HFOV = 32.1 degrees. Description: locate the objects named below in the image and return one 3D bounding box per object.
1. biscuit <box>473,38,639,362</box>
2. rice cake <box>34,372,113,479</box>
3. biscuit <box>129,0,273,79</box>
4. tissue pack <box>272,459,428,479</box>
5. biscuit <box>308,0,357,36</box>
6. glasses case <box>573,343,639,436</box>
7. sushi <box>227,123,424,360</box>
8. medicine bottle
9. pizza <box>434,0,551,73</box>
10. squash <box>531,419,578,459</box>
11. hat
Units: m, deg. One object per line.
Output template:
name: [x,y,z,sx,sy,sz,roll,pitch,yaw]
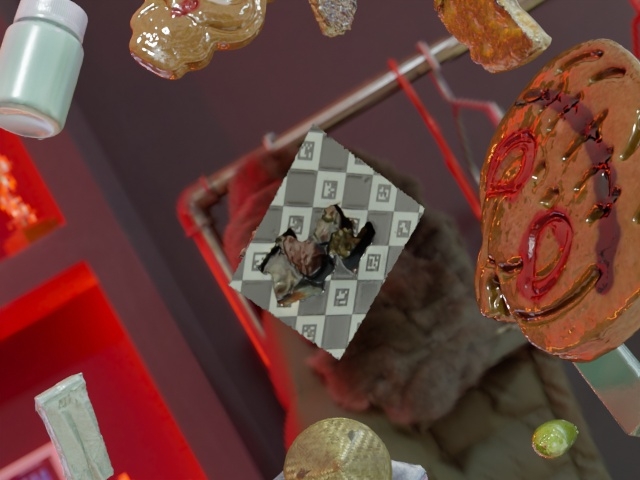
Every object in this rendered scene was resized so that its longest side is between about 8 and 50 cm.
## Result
biscuit: [0.258,-0.039,1.183,0.063,0.367,0.314,21,-55,-26]
rice cake: [-0.398,0.322,1.816,0.085,0.226,0.040,-29,35,-27]
biscuit: [-0.148,-0.343,1.519,0.295,0.186,0.044,-59,-9,-22]
tissue pack: [0.013,0.482,1.922,0.259,0.122,0.361,5,13,24]
biscuit: [0.018,-0.458,1.868,0.131,0.237,0.026,-16,-9,-35]
glasses case: [0.459,0.212,1.714,0.039,0.184,0.078,14,-59,-36]
sushi: [0.000,0.000,1.753,0.059,0.294,0.292,18,75,49]
medicine bottle: [-0.490,-0.303,1.934,0.139,0.225,0.139,9,-19,3]
pizza: [0.289,-0.439,2.024,0.071,0.297,0.189,-39,0,-30]
squash: [0.439,0.364,2.056,0.066,0.066,0.201,-32,-16,22]
hat: [0.023,0.297,1.447,0.146,0.146,0.067,-30,-16,-9]
